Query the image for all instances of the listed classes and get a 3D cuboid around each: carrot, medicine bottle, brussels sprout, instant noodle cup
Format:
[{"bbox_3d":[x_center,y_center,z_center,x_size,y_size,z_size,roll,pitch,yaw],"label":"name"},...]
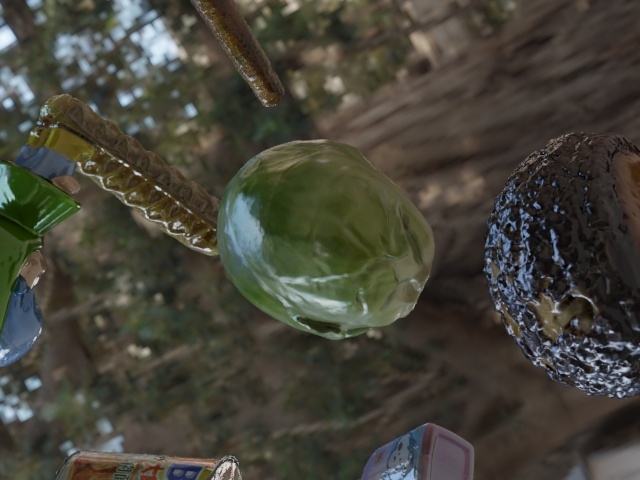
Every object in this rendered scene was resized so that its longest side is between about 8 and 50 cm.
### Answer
[{"bbox_3d":[-0.089,-0.211,1.724,0.171,0.042,0.042,58,-161,-19],"label":"carrot"},{"bbox_3d":[0.115,0.337,2.290,0.094,0.188,0.119,30,-130,-24],"label":"medicine bottle"},{"bbox_3d":[0.000,0.000,1.907,0.244,0.244,0.244,51,-158,-30],"label":"brussels sprout"},{"bbox_3d":[-0.241,0.409,2.233,0.296,0.214,0.296,8,-90,-78],"label":"instant noodle cup"}]

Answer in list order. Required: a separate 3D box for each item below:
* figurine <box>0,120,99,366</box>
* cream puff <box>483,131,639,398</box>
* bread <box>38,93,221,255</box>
[{"bbox_3d":[-0.311,0.006,1.620,0.143,0.162,0.263,39,-107,-37],"label":"figurine"},{"bbox_3d":[0.237,0.029,1.450,0.239,0.164,0.239,40,-144,-37],"label":"cream puff"},{"bbox_3d":[-0.265,-0.091,2.494,0.367,0.077,0.084,37,-129,-30],"label":"bread"}]
